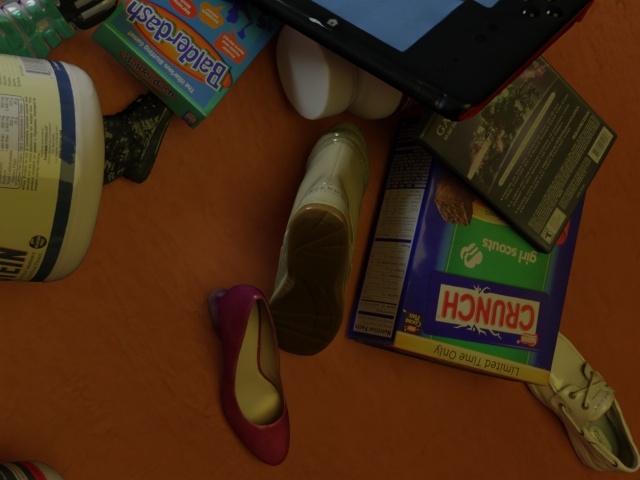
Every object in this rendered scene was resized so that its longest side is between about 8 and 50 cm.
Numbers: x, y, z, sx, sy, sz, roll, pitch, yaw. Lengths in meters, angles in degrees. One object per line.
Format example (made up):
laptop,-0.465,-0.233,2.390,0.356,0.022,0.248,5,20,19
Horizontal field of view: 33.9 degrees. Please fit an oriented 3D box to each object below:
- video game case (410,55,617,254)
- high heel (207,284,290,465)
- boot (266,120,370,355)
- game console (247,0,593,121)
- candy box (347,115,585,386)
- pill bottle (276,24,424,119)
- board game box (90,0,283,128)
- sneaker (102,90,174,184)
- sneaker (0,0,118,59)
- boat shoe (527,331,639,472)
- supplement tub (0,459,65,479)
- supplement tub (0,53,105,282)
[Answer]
video game case,0.257,-0.135,1.355,0.274,0.026,0.196,37,79,-30
high heel,-0.070,0.170,1.292,0.082,0.117,0.244,-15,97,-28
boot,0.000,0.000,1.331,0.095,0.262,0.203,11,42,3
game console,0.105,-0.319,1.261,0.387,0.060,0.342,33,49,19
candy box,0.208,0.017,1.438,0.268,0.122,0.317,17,84,-29
pill bottle,0.102,-0.251,1.354,0.302,0.169,0.169,-20,99,-27
board game box,-0.147,-0.262,1.258,0.160,0.047,0.210,42,60,-15
sneaker,-0.232,-0.133,1.242,0.089,0.051,0.170,21,84,-31
sneaker,-0.332,-0.244,1.185,0.224,0.098,0.083,-25,121,-3
boat shoe,0.393,0.232,1.552,0.098,0.096,0.277,-43,109,-21
supplement tub,-0.397,0.323,1.055,0.272,0.191,0.191,6,87,-38
supplement tub,-0.402,-0.079,1.047,0.325,0.235,0.235,3,89,-28
